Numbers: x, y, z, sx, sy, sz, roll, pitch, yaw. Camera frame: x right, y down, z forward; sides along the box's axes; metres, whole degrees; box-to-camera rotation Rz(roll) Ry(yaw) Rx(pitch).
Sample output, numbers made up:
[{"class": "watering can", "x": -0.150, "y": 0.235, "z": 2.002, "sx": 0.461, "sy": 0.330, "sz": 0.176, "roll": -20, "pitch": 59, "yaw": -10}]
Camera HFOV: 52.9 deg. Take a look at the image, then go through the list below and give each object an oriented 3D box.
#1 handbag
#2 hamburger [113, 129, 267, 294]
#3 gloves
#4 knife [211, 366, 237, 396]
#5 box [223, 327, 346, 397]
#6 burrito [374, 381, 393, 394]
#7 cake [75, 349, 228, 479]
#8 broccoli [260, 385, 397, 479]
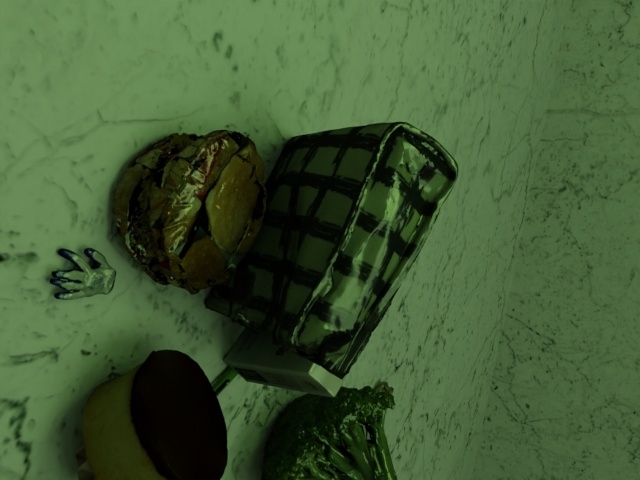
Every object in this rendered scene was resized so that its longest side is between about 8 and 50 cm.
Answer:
[{"class": "handbag", "x": 0.000, "y": 0.000, "z": 0.923, "sx": 0.162, "sy": 0.325, "sz": 0.327, "roll": 34, "pitch": 79, "yaw": -26}, {"class": "hamburger", "x": -0.159, "y": -0.042, "z": 0.845, "sx": 0.231, "sy": 0.106, "sz": 0.231, "roll": -40, "pitch": 138, "yaw": -50}, {"class": "gloves", "x": -0.281, "y": 0.039, "z": 0.760, "sx": 0.086, "sy": 0.026, "sz": 0.064, "roll": 4, "pitch": 101, "yaw": -55}, {"class": "knife", "x": -0.128, "y": 0.210, "z": 1.126, "sx": 0.212, "sy": 0.015, "sz": 0.054, "roll": -44, "pitch": 143, "yaw": -41}, {"class": "box", "x": -0.035, "y": 0.157, "z": 1.023, "sx": 0.067, "sy": 0.243, "sz": 0.155, "roll": 45, "pitch": 62, "yaw": -26}, {"class": "burrito", "x": 0.140, "y": 0.431, "z": 1.678, "sx": 0.149, "sy": 0.041, "sz": 0.055, "roll": -49, "pitch": 130, "yaw": -29}, {"class": "cake", "x": -0.238, "y": 0.259, "z": 0.839, "sx": 0.185, "sy": 0.178, "sz": 0.208, "roll": -35, "pitch": 103, "yaw": -75}, {"class": "broccoli", "x": 0.029, "y": 0.424, "z": 1.248, "sx": 0.321, "sy": 0.283, "sz": 0.304, "roll": -51, "pitch": 160, "yaw": 0}]
